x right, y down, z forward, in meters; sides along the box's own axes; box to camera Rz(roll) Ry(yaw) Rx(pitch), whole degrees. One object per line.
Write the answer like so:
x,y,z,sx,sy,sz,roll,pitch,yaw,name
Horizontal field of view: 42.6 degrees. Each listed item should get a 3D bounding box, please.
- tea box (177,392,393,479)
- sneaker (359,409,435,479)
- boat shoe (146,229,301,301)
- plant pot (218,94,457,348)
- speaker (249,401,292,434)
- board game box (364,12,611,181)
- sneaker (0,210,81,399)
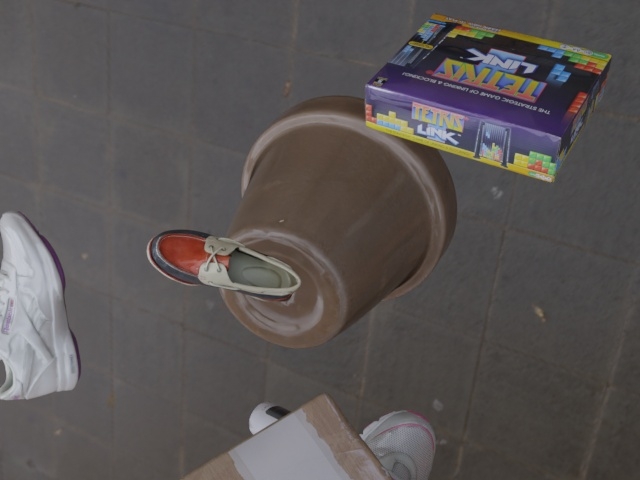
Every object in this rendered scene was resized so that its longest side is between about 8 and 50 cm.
0.004,0.350,0.577,0.329,0.220,0.323,50,157,30,tea box
0.068,0.314,0.926,0.103,0.252,0.111,31,168,-17,sneaker
-0.083,0.022,0.723,0.043,0.137,0.049,-19,54,63,boat shoe
0.000,0.000,0.922,0.263,0.229,0.263,12,125,18,plant pot
-0.041,0.262,1.114,0.136,0.055,0.055,10,116,54,speaker
0.145,-0.130,0.709,0.170,0.141,0.048,20,136,22,board game box
-0.472,0.108,1.281,0.114,0.152,0.305,7,109,59,sneaker
